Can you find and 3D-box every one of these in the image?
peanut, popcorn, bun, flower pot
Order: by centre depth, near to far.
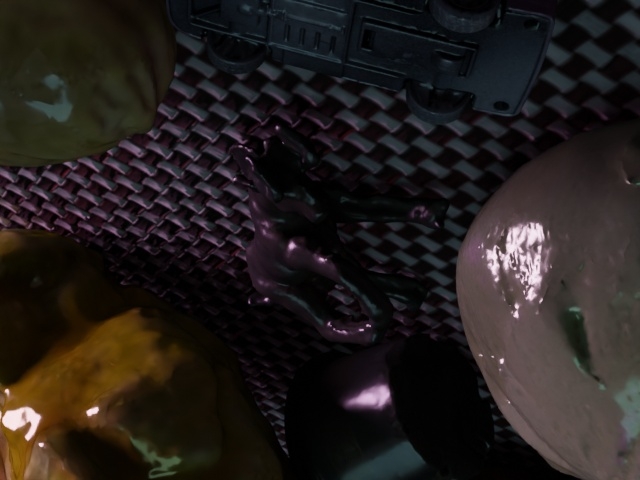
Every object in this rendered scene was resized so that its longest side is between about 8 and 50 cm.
[{"bbox_3d":[-0.216,-0.109,0.696,0.305,0.147,0.147,5,148,24],"label":"peanut"},{"bbox_3d":[0.212,0.075,0.707,0.293,0.187,0.293,14,152,7],"label":"bun"},{"bbox_3d":[0.062,0.145,0.951,0.157,0.157,0.107,35,136,-26],"label":"flower pot"},{"bbox_3d":[-0.149,0.163,0.978,0.334,0.293,0.292,29,120,30],"label":"popcorn"}]

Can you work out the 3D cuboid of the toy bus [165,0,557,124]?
[{"bbox_3d":[0.021,-0.126,0.575,0.178,0.098,0.087,14,151,2],"label":"toy bus"}]

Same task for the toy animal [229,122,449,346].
[{"bbox_3d":[0.000,0.000,0.828,0.148,0.084,0.233,32,158,12],"label":"toy animal"}]

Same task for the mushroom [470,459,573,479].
[{"bbox_3d":[0.203,0.322,1.123,0.267,0.255,0.267,-9,150,-6],"label":"mushroom"}]
